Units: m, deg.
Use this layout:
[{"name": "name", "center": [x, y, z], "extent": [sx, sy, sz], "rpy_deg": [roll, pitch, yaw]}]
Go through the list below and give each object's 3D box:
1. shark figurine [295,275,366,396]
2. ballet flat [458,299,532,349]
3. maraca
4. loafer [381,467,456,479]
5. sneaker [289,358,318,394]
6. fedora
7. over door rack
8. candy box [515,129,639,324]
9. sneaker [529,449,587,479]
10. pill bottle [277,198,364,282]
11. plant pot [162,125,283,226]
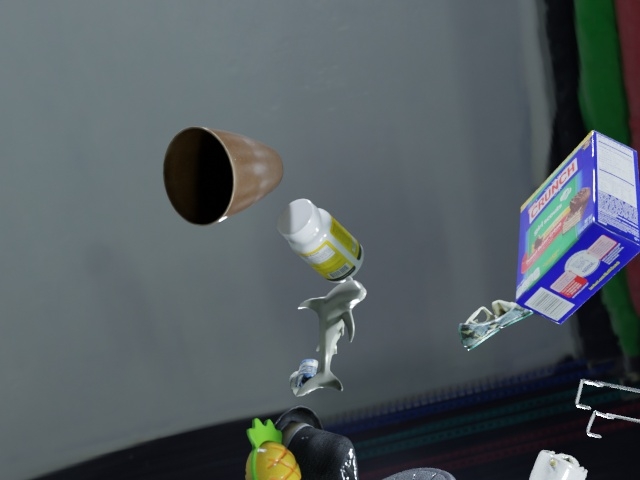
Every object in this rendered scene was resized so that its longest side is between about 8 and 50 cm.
[{"name": "shark figurine", "center": [0.005, 0.174, 1.787], "extent": [0.166, 0.116, 0.278], "rpy_deg": [-110, -147, -61]}, {"name": "ballet flat", "center": [0.364, 0.160, 1.794], "extent": [0.070, 0.188, 0.070], "rpy_deg": [40, -37, 39]}, {"name": "maraca", "center": [-0.095, 0.433, 1.658], "extent": [0.127, 0.099, 0.186], "rpy_deg": [25, 45, -56]}, {"name": "loafer", "center": [0.081, 0.377, 1.113], "extent": [0.095, 0.302, 0.109], "rpy_deg": [48, 40, -12]}, {"name": "sneaker", "center": [-0.045, 0.351, 2.140], "extent": [0.135, 0.052, 0.058], "rpy_deg": [113, -18, -45]}, {"name": "fedora", "center": [-0.009, 0.528, 1.846], "extent": [0.334, 0.152, 0.334], "rpy_deg": [0, 90, -62]}, {"name": "over door rack", "center": [0.697, 0.326, 1.755], "extent": [0.239, 0.324, 0.108], "rpy_deg": [51, 42, -53]}, {"name": "candy box", "center": [0.528, -0.032, 1.779], "extent": [0.268, 0.122, 0.317], "rpy_deg": [-56, -171, 42]}, {"name": "sneaker", "center": [0.423, 0.470, 1.526], "extent": [0.108, 0.169, 0.292], "rpy_deg": [23, -17, 31]}, {"name": "pill bottle", "center": [0.000, 0.000, 2.001], "extent": [0.208, 0.119, 0.119], "rpy_deg": [43, 22, -41]}, {"name": "plant pot", "center": [-0.195, -0.152, 1.937], "extent": [0.230, 0.215, 0.215], "rpy_deg": [-13, 90, -51]}]
